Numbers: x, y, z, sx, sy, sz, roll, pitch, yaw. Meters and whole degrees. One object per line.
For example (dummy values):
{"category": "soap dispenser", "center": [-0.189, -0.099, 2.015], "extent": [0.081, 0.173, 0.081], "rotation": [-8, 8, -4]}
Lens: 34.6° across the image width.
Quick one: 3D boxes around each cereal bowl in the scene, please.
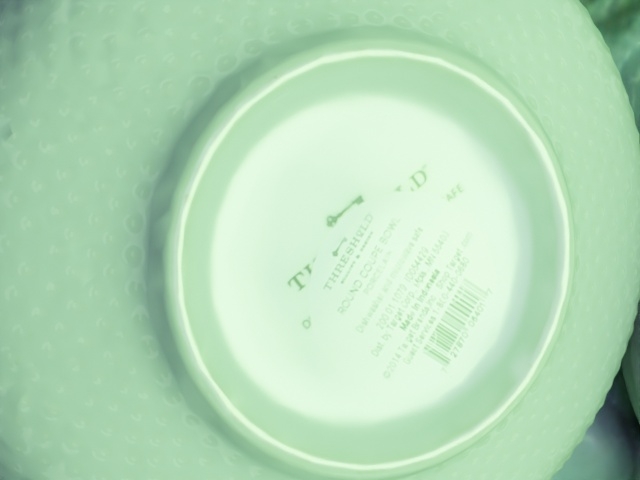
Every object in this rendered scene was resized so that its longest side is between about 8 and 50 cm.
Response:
{"category": "cereal bowl", "center": [0.000, 0.000, 0.431], "extent": [0.339, 0.141, 0.338], "rotation": [-1, 95, -19]}

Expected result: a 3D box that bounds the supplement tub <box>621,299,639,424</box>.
{"category": "supplement tub", "center": [0.314, 0.056, 0.444], "extent": [0.235, 0.325, 0.235], "rotation": [-2, 95, -19]}
